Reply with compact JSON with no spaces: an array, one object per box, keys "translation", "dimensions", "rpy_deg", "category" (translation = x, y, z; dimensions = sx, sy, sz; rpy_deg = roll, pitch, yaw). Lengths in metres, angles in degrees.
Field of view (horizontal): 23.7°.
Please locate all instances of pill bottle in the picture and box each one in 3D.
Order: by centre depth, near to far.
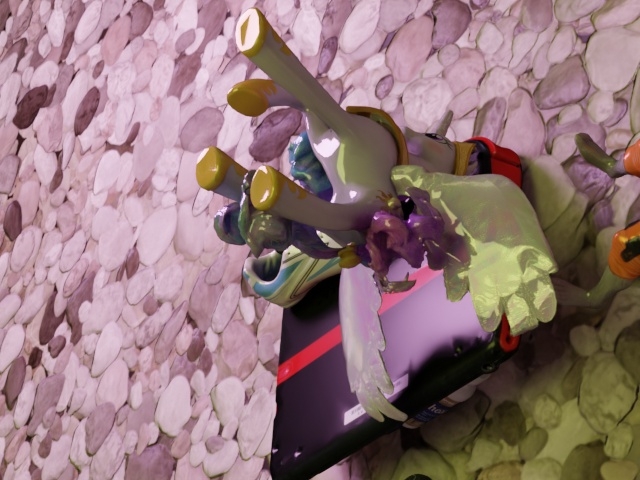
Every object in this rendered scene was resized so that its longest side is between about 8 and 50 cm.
[{"translation":[0.133,0.159,1.709],"dimensions":[0.120,0.067,0.067],"rpy_deg":[-36,47,36],"category":"pill bottle"}]

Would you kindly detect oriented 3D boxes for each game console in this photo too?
[{"translation":[0.085,0.082,1.760],"dimensions":[0.386,0.060,0.342],"rpy_deg":[-37,35,36],"category":"game console"}]

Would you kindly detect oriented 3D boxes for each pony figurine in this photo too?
[{"translation":[0.054,-0.031,1.551],"dimensions":[0.302,0.363,0.351],"rpy_deg":[-32,52,38],"category":"pony figurine"}]

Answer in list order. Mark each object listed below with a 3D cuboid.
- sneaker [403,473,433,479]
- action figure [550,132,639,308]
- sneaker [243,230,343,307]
[{"translation":[0.063,0.330,1.713],"dimensions":[0.178,0.072,0.077],"rpy_deg":[-54,28,10],"category":"sneaker"},{"translation":[0.400,-0.077,1.466],"dimensions":[0.330,0.178,0.341],"rpy_deg":[-15,34,40],"category":"action figure"},{"translation":[0.000,0.000,1.827],"dimensions":[0.237,0.086,0.085],"rpy_deg":[-38,32,31],"category":"sneaker"}]
